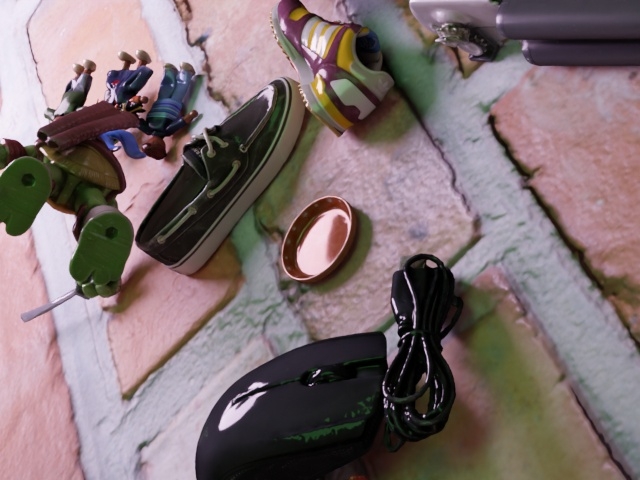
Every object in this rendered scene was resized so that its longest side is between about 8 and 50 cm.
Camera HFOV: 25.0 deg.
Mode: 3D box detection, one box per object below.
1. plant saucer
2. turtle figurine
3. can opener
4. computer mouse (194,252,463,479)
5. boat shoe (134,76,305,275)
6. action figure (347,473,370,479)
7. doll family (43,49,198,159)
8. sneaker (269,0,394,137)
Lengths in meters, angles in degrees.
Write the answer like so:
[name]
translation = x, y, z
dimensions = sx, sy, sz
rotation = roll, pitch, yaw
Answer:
[plant saucer]
translation = 0.000, 0.000, 1.272
dimensions = 0.083, 0.013, 0.083
rotation = -27, 46, 32
[turtle figurine]
translation = -0.277, -0.008, 1.404
dimensions = 0.274, 0.198, 0.266
rotation = -24, 12, -7
[can opener]
translation = 0.182, -0.186, 1.155
dimensions = 0.280, 0.074, 0.093
rotation = 15, 75, 51
[computer mouse]
translation = -0.013, 0.122, 1.126
dimensions = 0.272, 0.072, 0.188
rotation = -37, 27, 28
[boat shoe]
translation = -0.095, -0.070, 1.379
dimensions = 0.219, 0.070, 0.078
rotation = -56, 37, 1
[action figure]
translation = 0.035, 0.257, 0.946
dimensions = 0.091, 0.139, 0.280
rotation = -25, 44, -3
[doll family]
translation = -0.216, -0.139, 1.563
dimensions = 0.193, 0.076, 0.111
rotation = -8, 53, 41
[sneaker]
translation = 0.015, -0.177, 1.348
dimensions = 0.084, 0.069, 0.185
rotation = -35, 48, 14
